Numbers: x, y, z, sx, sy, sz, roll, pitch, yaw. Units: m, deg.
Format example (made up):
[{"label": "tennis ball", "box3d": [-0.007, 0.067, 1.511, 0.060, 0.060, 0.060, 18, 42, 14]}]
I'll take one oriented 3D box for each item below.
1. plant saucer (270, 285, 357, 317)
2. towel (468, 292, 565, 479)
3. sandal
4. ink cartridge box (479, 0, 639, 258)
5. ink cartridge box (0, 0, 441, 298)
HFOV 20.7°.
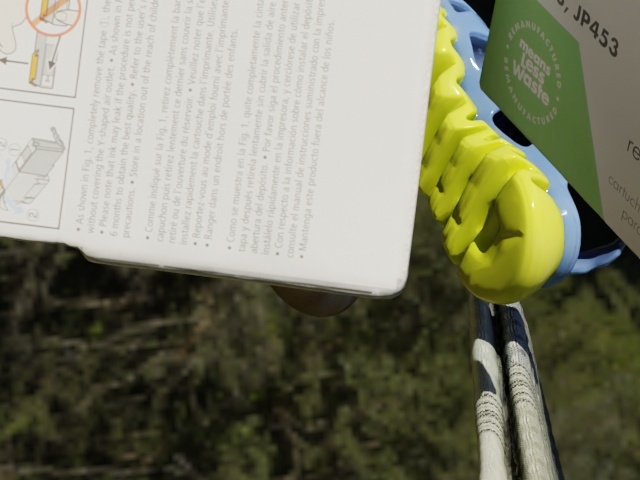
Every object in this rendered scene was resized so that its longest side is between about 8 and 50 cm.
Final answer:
[{"label": "plant saucer", "box3d": [0.000, 0.000, 0.959, 0.083, 0.015, 0.083, 14, 68, -39]}, {"label": "towel", "box3d": [0.169, 0.230, 1.373, 0.324, 0.056, 0.312, -93, 168, -53]}, {"label": "sandal", "box3d": [0.131, -0.072, 1.305, 0.126, 0.138, 0.317, -61, -142, 38]}, {"label": "ink cartridge box", "box3d": [0.181, -0.158, 0.654, 0.207, 0.119, 0.353, 53, -33, 42]}, {"label": "ink cartridge box", "box3d": [-0.075, -0.137, 0.752, 0.066, 0.261, 0.296, 34, 63, -87]}]
